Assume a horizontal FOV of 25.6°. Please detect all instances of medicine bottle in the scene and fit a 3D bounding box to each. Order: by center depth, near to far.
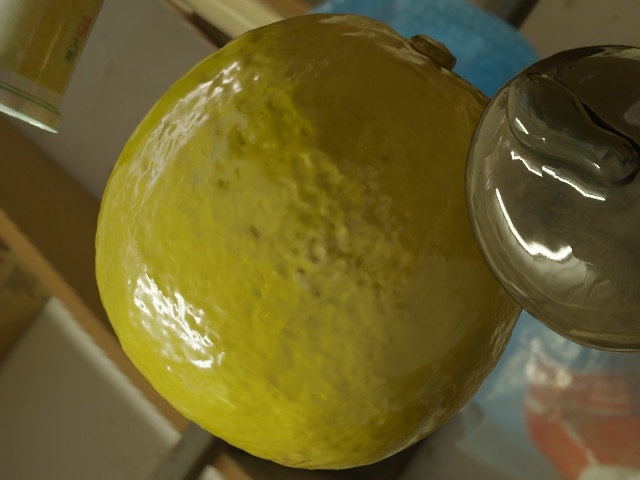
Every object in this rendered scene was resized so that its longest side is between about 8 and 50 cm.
[{"bbox_3d":[-0.181,-0.303,1.170,0.108,0.426,0.108,24,177,1],"label":"medicine bottle"}]

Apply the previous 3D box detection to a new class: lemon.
[{"bbox_3d":[0.000,0.000,1.056,0.348,0.348,0.348,34,-177,-2],"label":"lemon"}]

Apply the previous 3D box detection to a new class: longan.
[{"bbox_3d":[0.094,-0.016,0.445,0.106,0.106,0.119,37,179,36],"label":"longan"}]
